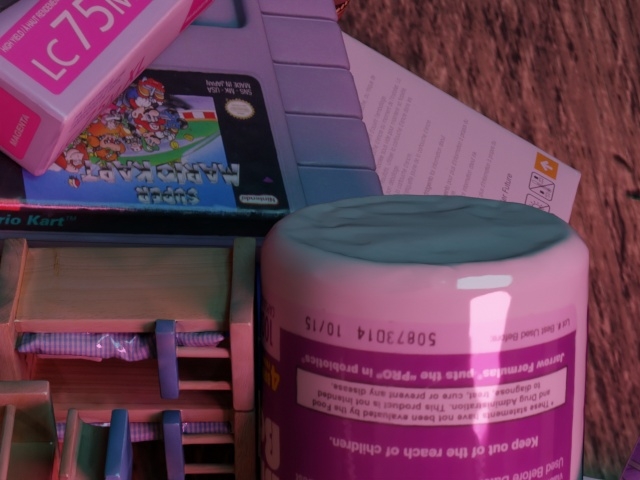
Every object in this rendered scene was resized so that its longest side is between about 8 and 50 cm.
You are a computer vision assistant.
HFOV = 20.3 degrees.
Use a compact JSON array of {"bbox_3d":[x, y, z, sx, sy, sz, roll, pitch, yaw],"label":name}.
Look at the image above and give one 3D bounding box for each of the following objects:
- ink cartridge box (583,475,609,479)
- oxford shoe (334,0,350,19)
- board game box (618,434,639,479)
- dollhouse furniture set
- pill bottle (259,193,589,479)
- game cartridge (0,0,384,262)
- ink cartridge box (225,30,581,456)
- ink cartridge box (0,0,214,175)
[{"bbox_3d":[0.225,0.325,1.047,0.175,0.069,0.371,11,54,-12],"label":"ink cartridge box"},{"bbox_3d":[-0.076,-0.303,1.201,0.348,0.130,0.123,47,45,-5],"label":"oxford shoe"},{"bbox_3d":[0.129,0.268,0.904,0.347,0.056,0.208,-60,151,-23],"label":"board game box"},{"bbox_3d":[-0.097,0.107,0.876,0.129,0.129,0.184,0,41,0],"label":"dollhouse furniture set"},{"bbox_3d":[0.051,0.138,0.928,0.169,0.169,0.302,-13,109,-42],"label":"pill bottle"},{"bbox_3d":[-0.144,-0.096,1.018,0.355,0.068,0.230,1,53,-25],"label":"game cartridge"},{"bbox_3d":[0.000,0.000,1.115,0.307,0.072,0.304,28,50,-9],"label":"ink cartridge box"},{"bbox_3d":[-0.219,-0.191,0.975,0.311,0.065,0.186,35,49,2],"label":"ink cartridge box"}]
